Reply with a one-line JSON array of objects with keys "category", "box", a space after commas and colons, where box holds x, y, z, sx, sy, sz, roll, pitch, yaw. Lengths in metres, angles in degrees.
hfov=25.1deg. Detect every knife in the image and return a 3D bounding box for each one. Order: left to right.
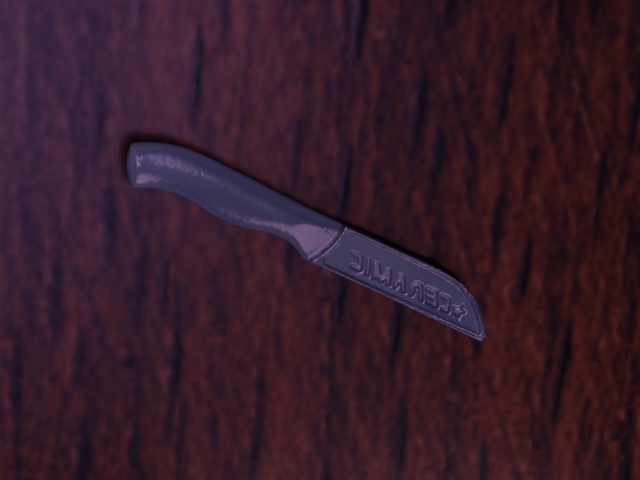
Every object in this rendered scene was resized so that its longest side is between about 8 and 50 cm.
[{"category": "knife", "box": [0.000, -0.001, 0.688, 0.210, 0.015, 0.028, 24, 91, -24]}]
